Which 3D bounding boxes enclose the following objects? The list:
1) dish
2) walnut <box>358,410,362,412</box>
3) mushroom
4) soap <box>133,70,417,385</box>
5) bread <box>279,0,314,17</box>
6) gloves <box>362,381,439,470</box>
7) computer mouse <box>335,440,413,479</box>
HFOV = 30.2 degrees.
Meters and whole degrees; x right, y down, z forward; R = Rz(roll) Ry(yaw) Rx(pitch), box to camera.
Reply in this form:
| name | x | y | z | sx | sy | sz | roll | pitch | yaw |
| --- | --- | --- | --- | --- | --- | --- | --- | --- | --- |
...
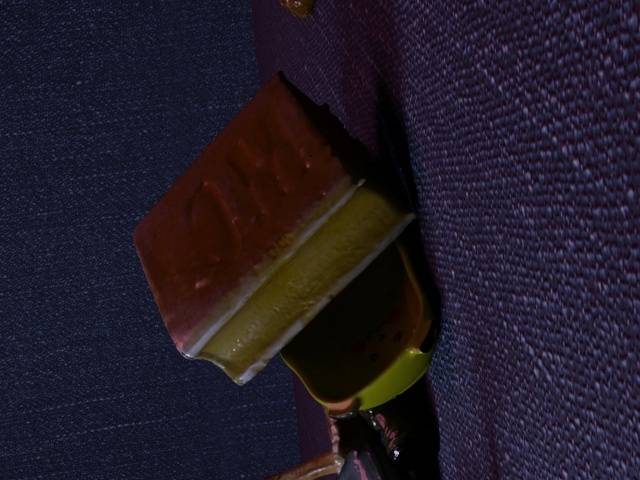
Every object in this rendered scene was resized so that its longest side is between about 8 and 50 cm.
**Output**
| name | x | y | z | sx | sy | sz | roll | pitch | yaw |
| --- | --- | --- | --- | --- | --- | --- | --- | --- | --- |
| dish | 0.070 | 0.120 | 1.520 | 0.108 | 0.221 | 0.262 | 36 | -166 | -36 |
| walnut | 0.053 | 0.230 | 1.992 | 0.207 | 0.116 | 0.116 | -164 | 65 | -75 |
| mushroom | -0.015 | 0.437 | 2.127 | 0.208 | 0.302 | 0.233 | 40 | 167 | 27 |
| soap | -0.073 | -0.022 | 1.577 | 0.156 | 0.335 | 0.293 | 31 | -159 | -42 |
| bread | -0.050 | -0.477 | 2.091 | 0.233 | 0.076 | 0.105 | 98 | 161 | -62 |
| gloves | 0.084 | 0.206 | 1.651 | 0.107 | 0.135 | 0.268 | -55 | 41 | 11 |
| computer mouse | 0.097 | 0.403 | 1.715 | 0.371 | 0.122 | 0.188 | 96 | 153 | -65 |
